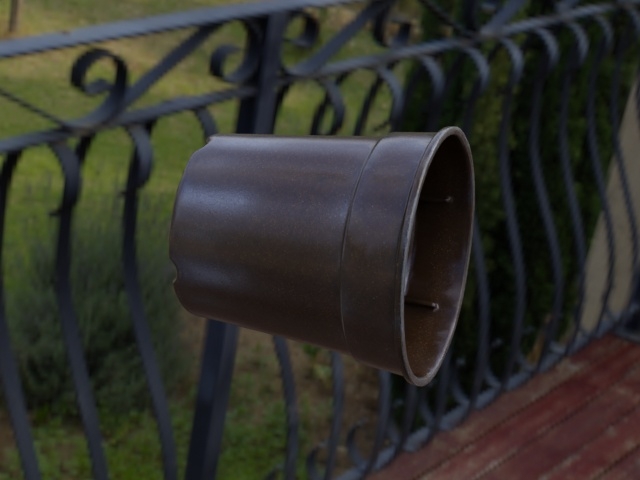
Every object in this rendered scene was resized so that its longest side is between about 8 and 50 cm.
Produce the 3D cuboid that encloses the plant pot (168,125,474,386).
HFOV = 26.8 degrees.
[{"bbox_3d":[0.000,0.000,0.877,0.165,0.167,0.167,8,23,18],"label":"plant pot"}]
